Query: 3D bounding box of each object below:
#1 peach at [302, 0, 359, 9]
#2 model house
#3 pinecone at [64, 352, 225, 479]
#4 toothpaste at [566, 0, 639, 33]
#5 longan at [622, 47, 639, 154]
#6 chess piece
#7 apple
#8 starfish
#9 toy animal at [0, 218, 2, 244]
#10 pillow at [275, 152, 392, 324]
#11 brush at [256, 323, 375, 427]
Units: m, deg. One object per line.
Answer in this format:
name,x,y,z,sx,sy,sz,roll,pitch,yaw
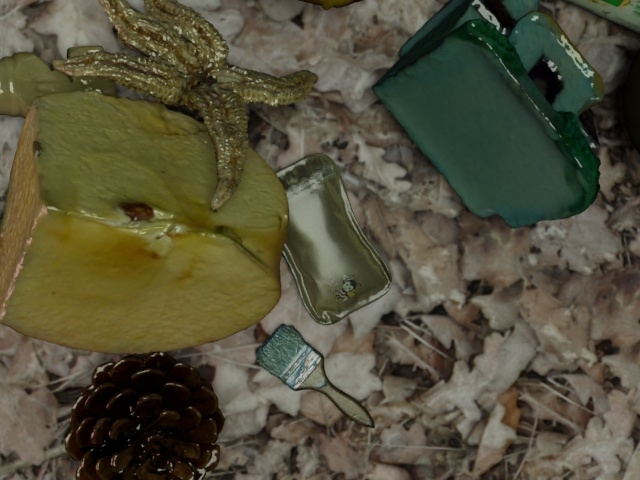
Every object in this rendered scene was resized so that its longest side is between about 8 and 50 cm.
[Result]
peach,-0.044,-0.423,1.081,0.281,0.281,0.338,-44,99,-4
model house,0.266,-0.200,1.201,0.280,0.230,0.249,50,61,-12
pinecone,-0.213,0.245,1.155,0.208,0.208,0.208,-1,95,-9
toothpaste,0.421,-0.322,1.284,0.314,0.056,0.058,17,137,-14
longan,0.524,-0.190,1.210,0.258,0.258,0.258,-1,95,-9
chess piece,-0.356,-0.190,1.156,0.200,0.090,0.090,-8,96,-20
apple,-0.205,-0.014,1.107,0.309,0.252,0.314,10,87,-30
starfish,-0.178,-0.199,1.122,0.293,0.084,0.301,35,50,-5
toy animal,-0.463,-0.026,1.137,0.195,0.090,0.324,-9,98,-9
pillow,0.000,0.000,1.245,0.130,0.033,0.217,-27,98,-7
brush,0.002,0.194,1.270,0.196,0.021,0.070,41,87,-12
